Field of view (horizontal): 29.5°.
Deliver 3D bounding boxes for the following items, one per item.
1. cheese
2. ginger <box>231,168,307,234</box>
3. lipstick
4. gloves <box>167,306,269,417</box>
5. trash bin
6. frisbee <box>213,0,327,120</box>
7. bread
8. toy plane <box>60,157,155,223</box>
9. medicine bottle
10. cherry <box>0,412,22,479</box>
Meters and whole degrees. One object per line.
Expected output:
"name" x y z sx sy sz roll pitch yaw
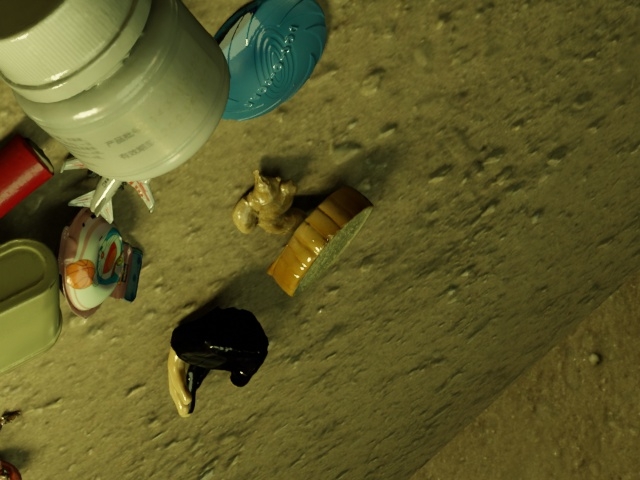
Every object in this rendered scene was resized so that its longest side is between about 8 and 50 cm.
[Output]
"cheese" -0.352 0.036 1.947 0.286 0.074 0.189 37 62 -70
"ginger" -0.076 -0.061 2.186 0.133 0.059 0.214 -49 148 21
"lipstick" -0.487 -0.048 1.716 0.241 0.080 0.080 -40 150 -1
"gloves" -0.205 0.233 2.333 0.197 0.152 0.301 11 131 -29
"trash bin" -0.501 0.115 1.809 0.243 0.121 0.247 -28 165 -22
"frisbee" -0.082 -0.280 1.913 0.242 0.045 0.242 -29 147 -22
"bread" 0.000 0.000 2.273 0.236 0.070 0.236 -47 171 -10
"toy plane" -0.308 -0.108 1.844 0.162 0.065 0.171 26 101 -32
"medicine bottle" -0.282 -0.242 1.534 0.245 0.245 0.306 -42 141 1
"cherry" -0.580 0.413 2.207 0.107 0.090 0.225 15 111 -42
